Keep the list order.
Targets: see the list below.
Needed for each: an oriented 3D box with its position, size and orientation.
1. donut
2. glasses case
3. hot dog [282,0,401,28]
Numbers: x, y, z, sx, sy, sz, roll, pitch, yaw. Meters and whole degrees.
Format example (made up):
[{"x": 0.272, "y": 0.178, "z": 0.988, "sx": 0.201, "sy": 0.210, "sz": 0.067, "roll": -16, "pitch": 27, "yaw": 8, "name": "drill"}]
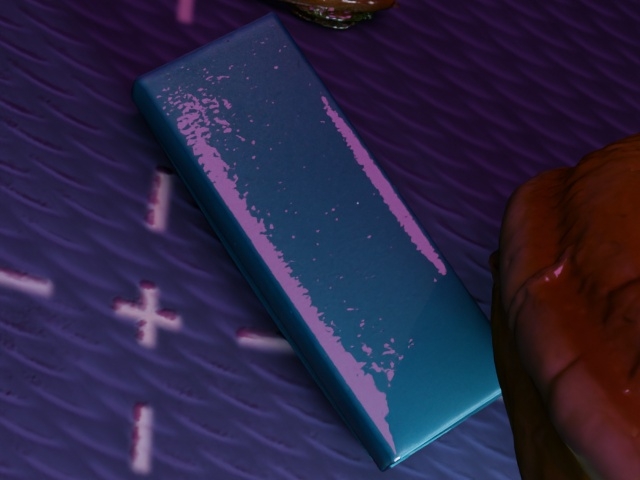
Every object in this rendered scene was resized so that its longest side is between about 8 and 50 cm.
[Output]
[{"x": 0.287, "y": 0.110, "z": 0.922, "sx": 0.448, "sy": 0.198, "sz": 0.449, "roll": 29, "pitch": 28, "yaw": -17, "name": "donut"}, {"x": -0.002, "y": 0.001, "z": 1.009, "sx": 0.117, "sy": 0.070, "sz": 0.301, "roll": -28, "pitch": 79, "yaw": -24, "name": "glasses case"}, {"x": -0.004, "y": -0.190, "z": 1.122, "sx": 0.133, "sy": 0.041, "sz": 0.056, "roll": 12, "pitch": 60, "yaw": -8, "name": "hot dog"}]
